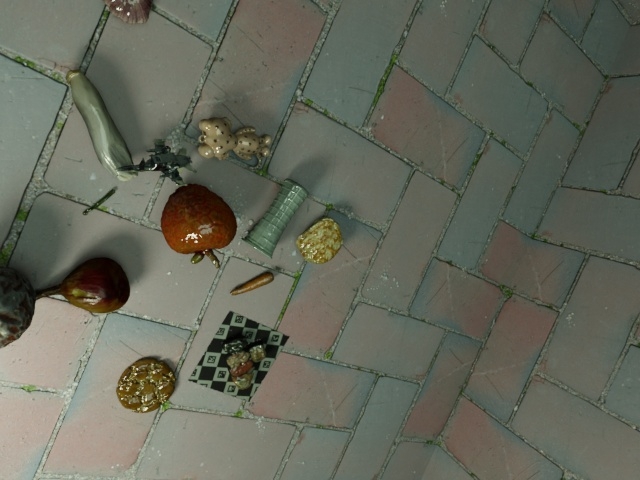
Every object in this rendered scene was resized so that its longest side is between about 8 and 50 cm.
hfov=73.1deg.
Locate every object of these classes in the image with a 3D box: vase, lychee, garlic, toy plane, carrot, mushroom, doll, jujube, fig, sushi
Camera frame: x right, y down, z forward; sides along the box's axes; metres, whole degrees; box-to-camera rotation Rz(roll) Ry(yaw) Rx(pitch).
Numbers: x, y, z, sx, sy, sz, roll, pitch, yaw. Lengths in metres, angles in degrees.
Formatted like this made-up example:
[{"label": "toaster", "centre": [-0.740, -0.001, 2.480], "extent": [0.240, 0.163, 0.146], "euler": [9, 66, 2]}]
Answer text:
[{"label": "vase", "centre": [-0.169, -0.091, 1.683], "extent": [0.143, 0.143, 0.299], "euler": [37, 82, -30]}, {"label": "lychee", "centre": [-0.417, -0.048, 1.503], "extent": [0.255, 0.255, 0.300], "euler": [-18, 108, -22]}, {"label": "garlic", "centre": [-0.581, -0.741, 1.300], "extent": [0.147, 0.102, 0.159], "euler": [-18, 111, -21]}, {"label": "toy plane", "centre": [-0.536, -0.253, 1.416], "extent": [0.262, 0.088, 0.192], "euler": [-17, 73, -53]}, {"label": "carrot", "centre": [-0.277, 0.178, 1.749], "extent": [0.191, 0.047, 0.047], "euler": [-22, 113, -17]}, {"label": "mushroom", "centre": [-0.684, -0.353, 1.348], "extent": [0.097, 0.109, 0.352], "euler": [-26, 114, -21]}, {"label": "doll", "centre": [-0.307, -0.350, 1.554], "extent": [0.277, 0.119, 0.154], "euler": [9, 100, -39]}, {"label": "jujube", "centre": [-0.950, 0.190, 1.248], "extent": [0.225, 0.317, 0.226], "euler": [-3, 98, -27]}, {"label": "fig", "centre": [-0.781, 0.177, 1.411], "extent": [0.290, 0.190, 0.191], "euler": [-26, 114, -20]}, {"label": "sushi", "centre": [-0.324, 0.502, 1.797], "extent": [0.320, 0.068, 0.340], "euler": [34, 87, -30]}]

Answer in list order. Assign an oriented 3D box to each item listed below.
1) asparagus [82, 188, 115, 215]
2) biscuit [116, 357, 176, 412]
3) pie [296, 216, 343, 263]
[{"label": "asparagus", "centre": [-0.738, -0.125, 1.438], "extent": [0.127, 0.015, 0.018], "euler": [-43, 109, -12]}, {"label": "biscuit", "centre": [-0.664, 0.558, 1.651], "extent": [0.225, 0.042, 0.226], "euler": [-7, 106, -26]}, {"label": "pie", "centre": [0.000, 0.000, 1.818], "extent": [0.205, 0.084, 0.179], "euler": [-42, 117, -9]}]
